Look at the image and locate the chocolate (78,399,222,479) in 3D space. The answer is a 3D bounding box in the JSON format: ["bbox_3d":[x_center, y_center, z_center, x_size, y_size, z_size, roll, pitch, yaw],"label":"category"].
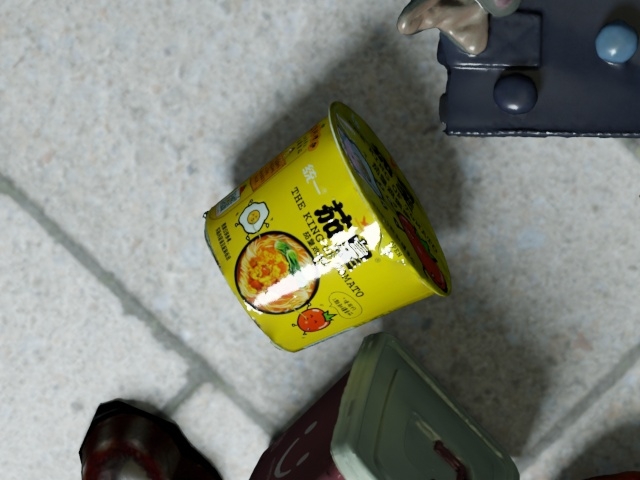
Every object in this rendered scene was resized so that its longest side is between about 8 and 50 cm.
[{"bbox_3d":[-0.162,0.221,1.451,0.125,0.080,0.148,-39,99,6],"label":"chocolate"}]

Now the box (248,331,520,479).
[{"bbox_3d":[0.041,0.225,1.357,0.193,0.294,0.167,45,108,-6],"label":"box"}]

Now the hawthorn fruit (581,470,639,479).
[{"bbox_3d":[0.256,0.275,1.414,0.181,0.181,0.235,33,102,-6],"label":"hawthorn fruit"}]

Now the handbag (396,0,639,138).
[{"bbox_3d":[0.193,-0.240,1.359,0.269,0.118,0.325,-1,98,1],"label":"handbag"}]

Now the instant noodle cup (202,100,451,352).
[{"bbox_3d":[0.000,0.000,1.373,0.144,0.182,0.182,-31,99,13],"label":"instant noodle cup"}]
